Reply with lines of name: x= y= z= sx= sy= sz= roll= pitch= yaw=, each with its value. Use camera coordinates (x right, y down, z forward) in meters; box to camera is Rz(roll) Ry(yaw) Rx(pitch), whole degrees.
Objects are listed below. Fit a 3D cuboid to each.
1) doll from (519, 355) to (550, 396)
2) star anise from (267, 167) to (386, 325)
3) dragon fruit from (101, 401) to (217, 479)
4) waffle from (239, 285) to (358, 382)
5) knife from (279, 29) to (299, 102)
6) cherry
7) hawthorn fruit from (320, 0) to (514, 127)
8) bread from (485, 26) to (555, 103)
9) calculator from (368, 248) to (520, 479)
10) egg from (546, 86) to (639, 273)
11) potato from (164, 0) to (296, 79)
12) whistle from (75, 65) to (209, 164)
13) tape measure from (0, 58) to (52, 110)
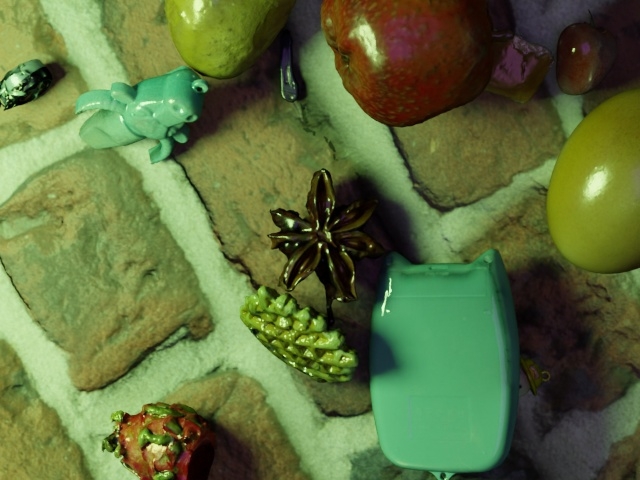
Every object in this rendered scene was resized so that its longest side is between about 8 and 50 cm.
doll: x=0.288 y=0.240 z=1.988 sx=0.207 sy=0.081 sz=0.129 roll=-6 pitch=81 yaw=1
star anise: x=0.000 y=0.000 z=1.934 sx=0.190 sy=0.126 sz=0.220 roll=41 pitch=75 yaw=-17
dragon fruit: x=-0.275 y=0.352 z=1.982 sx=0.172 sy=0.166 sz=0.160 roll=14 pitch=144 yaw=29
waffle: x=-0.037 y=0.164 z=1.930 sx=0.223 sy=0.204 sz=0.054 roll=38 pitch=62 yaw=-4
knife: x=-0.053 y=-0.290 z=1.946 sx=0.031 sy=0.018 sz=0.121 roll=-1 pitch=98 yaw=9
cherry: x=0.433 y=-0.298 z=1.896 sx=0.106 sy=0.087 sz=0.126 roll=-19 pitch=118 yaw=-25
hawthorn fruit: x=0.150 y=-0.315 z=1.817 sx=0.299 sy=0.275 sz=0.275 roll=-2 pitch=99 yaw=6
bread: x=0.310 y=-0.285 z=1.906 sx=0.125 sy=0.082 sz=0.106 roll=22 pitch=92 yaw=-5
calculator: x=0.202 y=0.209 z=1.939 sx=0.256 sy=0.054 sz=0.387 roll=-2 pitch=89 yaw=19
egg: x=0.496 y=-0.092 z=1.848 sx=0.250 sy=0.250 sz=0.322 roll=33 pitch=104 yaw=-4
potato: x=-0.145 y=-0.386 z=1.843 sx=0.229 sy=0.229 sz=0.266 roll=24 pitch=109 yaw=-2
whistle: x=-0.284 y=-0.208 z=1.886 sx=0.274 sy=0.093 sz=0.186 roll=-19 pitch=144 yaw=34
tape measure: x=-0.489 y=-0.257 z=1.928 sx=0.094 sy=0.091 sz=0.054 roll=-36 pitch=90 yaw=24
